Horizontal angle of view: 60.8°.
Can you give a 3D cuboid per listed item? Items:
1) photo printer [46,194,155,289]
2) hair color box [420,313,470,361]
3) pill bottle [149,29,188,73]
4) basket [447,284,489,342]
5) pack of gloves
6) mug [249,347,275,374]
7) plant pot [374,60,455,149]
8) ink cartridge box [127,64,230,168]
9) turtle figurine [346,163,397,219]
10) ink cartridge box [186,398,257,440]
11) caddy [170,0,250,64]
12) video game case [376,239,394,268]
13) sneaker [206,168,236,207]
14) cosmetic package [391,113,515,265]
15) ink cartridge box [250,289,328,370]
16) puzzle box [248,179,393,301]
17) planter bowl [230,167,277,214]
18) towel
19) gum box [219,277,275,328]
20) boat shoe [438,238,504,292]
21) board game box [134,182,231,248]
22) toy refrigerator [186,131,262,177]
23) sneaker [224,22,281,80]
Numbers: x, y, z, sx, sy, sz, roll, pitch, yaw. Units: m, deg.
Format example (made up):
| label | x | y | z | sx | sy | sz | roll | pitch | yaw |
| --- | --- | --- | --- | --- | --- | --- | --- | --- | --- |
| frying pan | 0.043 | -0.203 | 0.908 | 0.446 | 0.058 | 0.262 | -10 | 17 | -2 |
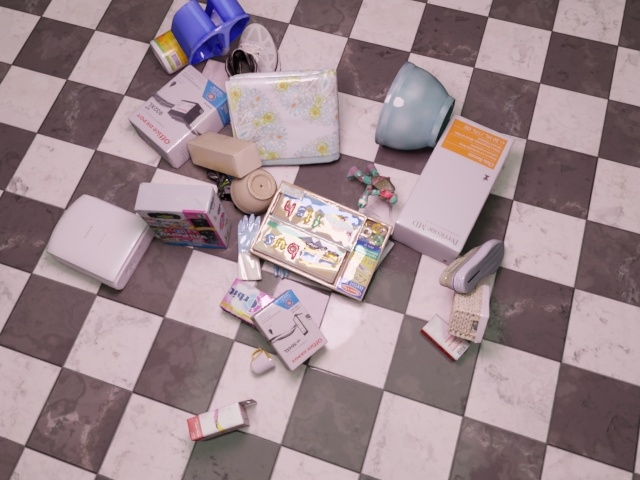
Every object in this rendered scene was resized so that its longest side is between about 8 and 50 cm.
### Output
| label | x | y | z | sx | sy | sz | roll | pitch | yaw |
| --- | --- | --- | --- | --- | --- | --- | --- | --- | --- |
| photo printer | -0.747 | -0.006 | 1.840 | 0.307 | 0.107 | 0.256 | 23 | 73 | 10 |
| hair color box | 0.392 | 0.305 | 1.711 | 0.072 | 0.043 | 0.141 | -43 | 73 | -12 |
| pill bottle | -0.512 | -0.755 | 2.087 | 0.245 | 0.136 | 0.136 | -34 | 72 | -10 |
| basket | 0.454 | 0.215 | 1.670 | 0.103 | 0.113 | 0.167 | 12 | 32 | 11 |
| pack of gloves | -0.181 | 0.020 | 1.851 | 0.195 | 0.046 | 0.232 | -1 | 79 | 0 |
| mug | -0.186 | 0.383 | 1.709 | 0.064 | 0.078 | 0.062 | -36 | 105 | -1 |
| plant pot | 0.333 | -0.429 | 1.844 | 0.196 | 0.293 | 0.293 | 24 | 73 | 13 |
| ink cartridge box | -0.498 | -0.450 | 1.979 | 0.223 | 0.129 | 0.307 | 41 | 77 | 15 |
| turtle figurine | 0.195 | -0.167 | 1.832 | 0.175 | 0.118 | 0.234 | 5 | 39 | -41 |
| ink cartridge box | -0.282 | 0.534 | 1.619 | 0.198 | 0.115 | 0.067 | -18 | 69 | -3 |
| caddy | -0.376 | -0.729 | 1.900 | 0.241 | 0.341 | 0.179 | -38 | 103 | -13 |
| video game case | 0.124 | 0.038 | 1.833 | 0.173 | 0.022 | 0.190 | 34 | 76 | 13 |
| sneaker | -0.336 | -0.186 | 1.909 | 0.188 | 0.067 | 0.078 | 43 | 71 | 13 |
| cosmetic package | 0.441 | -0.171 | 1.821 | 0.230 | 0.161 | 0.453 | 26 | 74 | 11 |
| ink cartridge box | -0.096 | 0.275 | 1.680 | 0.148 | 0.086 | 0.203 | -37 | 92 | -18 |
| puzzle box | 0.000 | 0.000 | 1.795 | 0.408 | 0.052 | 0.272 | 23 | 81 | 7 |
| planter bowl | -0.213 | -0.176 | 1.845 | 0.162 | 0.109 | 0.162 | 4 | 80 | -24 |
| towel | -0.123 | -0.411 | 1.857 | 0.374 | 0.321 | 0.090 | -3 | 39 | 1 |
| gum box | -0.216 | 0.215 | 1.760 | 0.188 | 0.062 | 0.107 | 27 | 74 | 11 |
| boat shoe | 0.483 | 0.069 | 1.723 | 0.094 | 0.109 | 0.302 | 13 | 29 | 41 |
| board game box | -0.427 | -0.074 | 1.746 | 0.223 | 0.303 | 0.098 | 4 | 70 | 5 |
| toy refrigerator | -0.330 | -0.293 | 1.866 | 0.269 | 0.094 | 0.102 | 21 | 45 | 39 |
| sneaker | -0.241 | -0.656 | 1.975 | 0.169 | 0.257 | 0.448 | -2 | 70 | 2 |
